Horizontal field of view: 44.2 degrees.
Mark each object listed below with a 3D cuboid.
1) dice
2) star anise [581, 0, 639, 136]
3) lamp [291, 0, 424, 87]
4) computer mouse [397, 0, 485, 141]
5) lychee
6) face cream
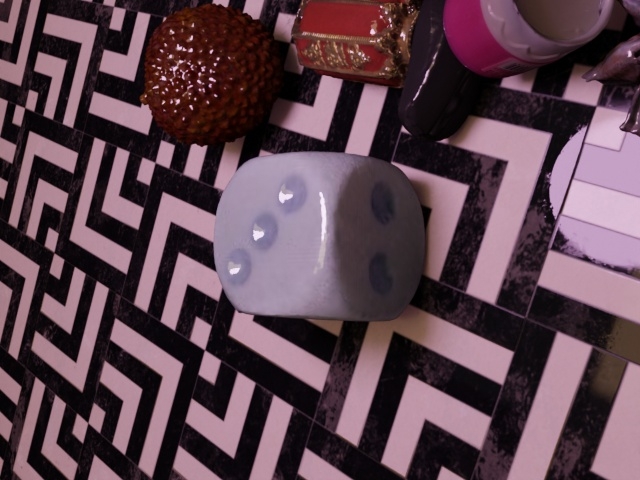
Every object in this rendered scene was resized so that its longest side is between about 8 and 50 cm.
[{"bbox_3d":[0.000,0.000,1.320,0.268,0.265,0.262,-1,85,42],"label":"dice"},{"bbox_3d":[0.481,-0.237,1.025,0.359,0.139,0.316,-62,35,28],"label":"star anise"},{"bbox_3d":[0.077,-0.355,1.361,0.274,0.177,0.177,19,98,39],"label":"lamp"},{"bbox_3d":[0.210,-0.287,1.251,0.086,0.137,0.269,15,94,47],"label":"computer mouse"},{"bbox_3d":[-0.219,-0.321,1.547,0.304,0.276,0.275,-14,75,12],"label":"lychee"},{"bbox_3d":[0.291,-0.332,1.116,0.195,0.175,0.175,179,96,-72],"label":"face cream"}]
